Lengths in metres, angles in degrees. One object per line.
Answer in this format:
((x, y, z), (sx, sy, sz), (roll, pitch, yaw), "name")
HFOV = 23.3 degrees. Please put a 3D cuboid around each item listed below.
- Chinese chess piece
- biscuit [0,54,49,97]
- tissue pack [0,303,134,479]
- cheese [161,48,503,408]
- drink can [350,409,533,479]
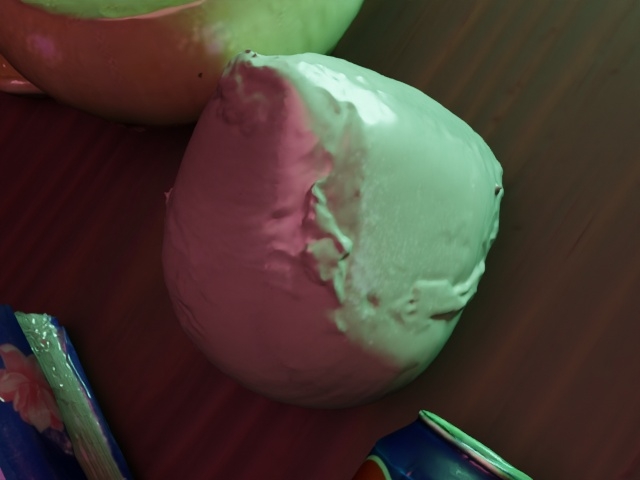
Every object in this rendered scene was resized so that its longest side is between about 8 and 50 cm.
((-0.091, -0.190, 0.937), (0.257, 0.104, 0.257), (-6, 57, 9), "Chinese chess piece")
((-0.125, -0.119, 1.002), (0.188, 0.052, 0.056), (1, 86, 15), "biscuit")
((-0.206, 0.197, 0.921), (0.209, 0.137, 0.269), (-29, 73, 7), "tissue pack")
((0.000, 0.000, 0.878), (0.154, 0.198, 0.189), (10, 82, 47), "cheese")
((0.040, 0.202, 0.866), (0.118, 0.118, 0.205), (34, 89, 18), "drink can")
